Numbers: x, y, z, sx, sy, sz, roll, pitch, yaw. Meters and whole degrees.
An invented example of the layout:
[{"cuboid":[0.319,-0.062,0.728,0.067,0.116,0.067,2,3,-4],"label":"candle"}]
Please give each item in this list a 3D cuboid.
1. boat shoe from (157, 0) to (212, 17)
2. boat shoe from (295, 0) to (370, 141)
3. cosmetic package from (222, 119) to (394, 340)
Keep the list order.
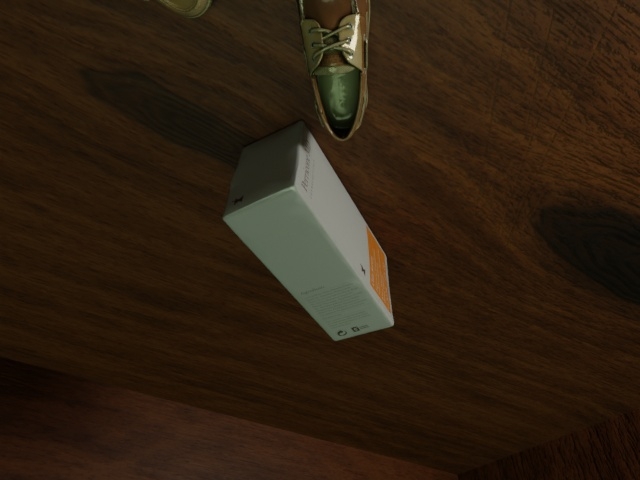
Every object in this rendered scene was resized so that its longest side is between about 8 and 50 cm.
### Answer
[{"cuboid":[-0.286,-0.438,0.609,0.104,0.089,0.285,-34,125,30],"label":"boat shoe"},{"cuboid":[0.029,-0.313,0.694,0.122,0.120,0.324,-7,134,9],"label":"boat shoe"},{"cuboid":[0.000,0.000,0.932,0.161,0.230,0.453,-20,131,21],"label":"cosmetic package"}]
